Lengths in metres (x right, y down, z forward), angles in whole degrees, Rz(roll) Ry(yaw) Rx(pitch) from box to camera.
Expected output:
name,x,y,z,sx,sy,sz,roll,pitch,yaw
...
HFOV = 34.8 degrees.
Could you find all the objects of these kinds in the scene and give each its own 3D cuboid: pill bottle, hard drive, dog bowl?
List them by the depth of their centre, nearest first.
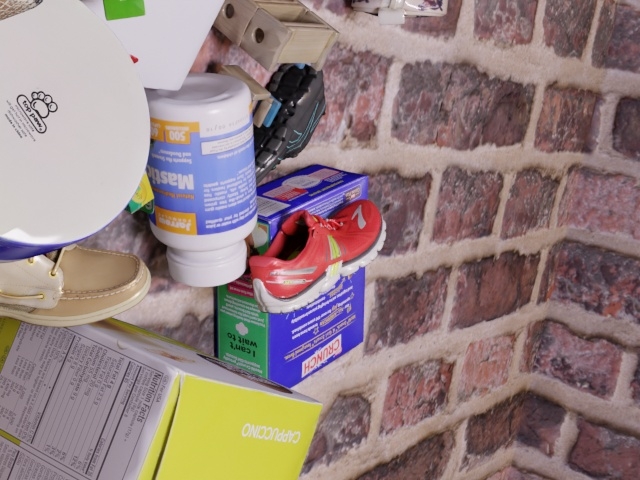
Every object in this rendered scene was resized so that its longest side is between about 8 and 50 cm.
name,x,y,z,sx,sy,sz,roll,pitch,yaw
dog bowl,-0.300,-0.114,0.984,0.264,0.104,0.265,11,74,-42
hard drive,-0.187,-0.338,1.170,0.233,0.047,0.353,0,131,-47
pill bottle,-0.164,-0.079,1.398,0.152,0.152,0.272,-33,130,-46

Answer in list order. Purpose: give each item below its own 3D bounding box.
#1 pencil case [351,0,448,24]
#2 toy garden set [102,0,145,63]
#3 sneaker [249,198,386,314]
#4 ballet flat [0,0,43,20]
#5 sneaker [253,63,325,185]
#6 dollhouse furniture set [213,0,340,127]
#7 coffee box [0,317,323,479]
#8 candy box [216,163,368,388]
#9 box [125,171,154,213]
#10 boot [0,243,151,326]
name,x,y,z,sx,sy,sz,roll,pitch,yaw
pencil case,0.158,-0.551,1.646,0.183,0.159,0.411,-28,129,-69
toy garden set,-0.312,-0.237,1.093,0.244,0.049,0.204,-11,124,-13
sneaker,0.000,0.000,1.519,0.279,0.107,0.118,-40,125,-40
ballet flat,-0.433,-0.209,0.695,0.182,0.482,0.164,-64,-178,6
sneaker,-0.063,-0.154,1.565,0.267,0.101,0.106,-55,146,-25
dollhouse furniture set,-0.092,-0.257,1.477,0.129,0.129,0.184,-14,141,-54
coffee box,-0.254,0.285,1.268,0.337,0.334,0.338,28,82,-58
candy box,-0.044,0.064,1.680,0.268,0.122,0.317,-26,124,-48
box,-0.268,-0.110,1.268,0.043,0.105,0.179,-41,137,-28
boot,-0.320,-0.011,1.094,0.095,0.261,0.204,-86,178,-50
